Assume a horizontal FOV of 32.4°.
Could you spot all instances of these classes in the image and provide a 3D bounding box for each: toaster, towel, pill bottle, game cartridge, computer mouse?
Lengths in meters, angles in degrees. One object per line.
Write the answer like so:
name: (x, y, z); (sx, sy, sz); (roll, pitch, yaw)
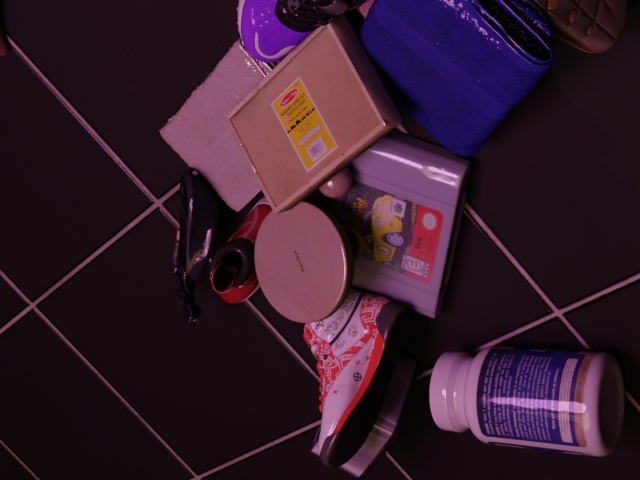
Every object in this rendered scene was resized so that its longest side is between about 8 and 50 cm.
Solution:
toaster: (0.074, 0.290, 1.825); (0.110, 0.186, 0.168); (27, 135, -2)
towel: (-0.118, -0.176, 1.683); (0.187, 0.049, 0.282); (46, 135, -5)
pill bottle: (0.309, 0.237, 1.660); (0.264, 0.153, 0.153); (1, 124, 31)
game cartridge: (0.110, -0.027, 1.654); (0.196, 0.060, 0.294); (23, 133, 20)
towel: (0.162, -0.240, 1.372); (0.227, 0.076, 0.308); (42, 161, 4)
computer mouse: (-0.205, -0.002, 1.827); (0.060, 0.184, 0.262); (-2, 111, -15)

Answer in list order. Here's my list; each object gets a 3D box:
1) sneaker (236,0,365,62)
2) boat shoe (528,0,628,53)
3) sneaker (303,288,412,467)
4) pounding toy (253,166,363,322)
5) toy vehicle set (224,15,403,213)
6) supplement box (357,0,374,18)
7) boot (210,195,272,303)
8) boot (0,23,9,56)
sneaker: (-0.005, -0.315, 1.361); (0.102, 0.146, 0.293); (15, 130, -33)
boat shoe: (0.224, -0.338, 1.310); (0.324, 0.123, 0.116); (42, 164, 0)
sneaker: (0.028, 0.205, 1.707); (0.145, 0.270, 0.090); (20, 173, 34)
pounding toy: (0.000, 0.000, 1.656); (0.183, 0.110, 0.237); (2, 97, 40)
toy vehicle set: (-0.017, -0.167, 1.519); (0.267, 0.035, 0.166); (-35, 79, 45)
supplement box: (0.078, -0.336, 1.438); (0.055, 0.043, 0.083); (49, 133, -10)
boot: (-0.145, 0.054, 1.787); (0.088, 0.176, 0.244); (33, 136, 3)
boot: (-0.536, -0.389, 1.774); (0.248, 0.090, 0.207); (11, 140, 23)
